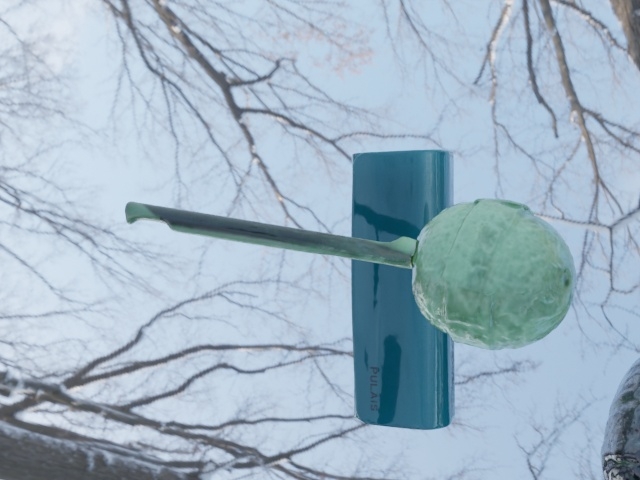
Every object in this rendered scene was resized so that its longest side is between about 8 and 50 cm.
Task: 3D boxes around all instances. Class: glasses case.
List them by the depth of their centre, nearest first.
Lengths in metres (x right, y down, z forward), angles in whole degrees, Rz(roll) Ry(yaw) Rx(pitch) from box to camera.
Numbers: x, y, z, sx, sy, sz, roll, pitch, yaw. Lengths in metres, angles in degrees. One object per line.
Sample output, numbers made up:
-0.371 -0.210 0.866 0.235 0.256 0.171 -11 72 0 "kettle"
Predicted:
0.088 0.052 0.875 0.117 0.070 0.301 -1 -86 19 "glasses case"

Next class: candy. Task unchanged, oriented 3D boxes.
0.000 0.000 0.696 0.439 0.119 0.119 11 -108 28 "candy"

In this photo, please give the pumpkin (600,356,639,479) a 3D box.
0.471 0.273 0.964 0.238 0.315 0.315 -10 -121 51 "pumpkin"
